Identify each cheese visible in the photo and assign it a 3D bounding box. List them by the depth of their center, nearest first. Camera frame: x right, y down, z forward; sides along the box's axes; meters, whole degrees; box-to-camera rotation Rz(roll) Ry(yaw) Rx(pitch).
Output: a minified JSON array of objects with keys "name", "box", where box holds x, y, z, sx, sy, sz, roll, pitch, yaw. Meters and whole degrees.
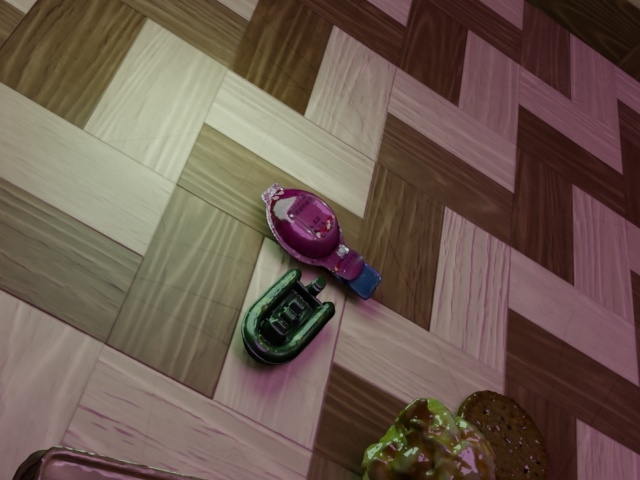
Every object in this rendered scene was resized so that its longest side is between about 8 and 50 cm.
[{"name":"cheese","box":[0.000,0.000,1.569,0.244,0.062,0.155,43,42,-3]}]

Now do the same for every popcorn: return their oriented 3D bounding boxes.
[{"name":"popcorn","box":[0.153,0.319,1.341,0.187,0.185,0.167,20,27,-13]}]

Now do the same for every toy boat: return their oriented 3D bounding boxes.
[{"name":"toy boat","box":[-0.052,0.118,1.435,0.104,0.052,0.210,47,40,0]}]

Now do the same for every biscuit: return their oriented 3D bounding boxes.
[{"name":"biscuit","box":[0.298,0.333,1.558,0.188,0.027,0.188,23,44,-24]}]

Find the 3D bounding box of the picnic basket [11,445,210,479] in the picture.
[{"name":"picnic basket","box":[-0.233,0.391,0.973,0.228,0.175,0.313,21,50,-25]}]
